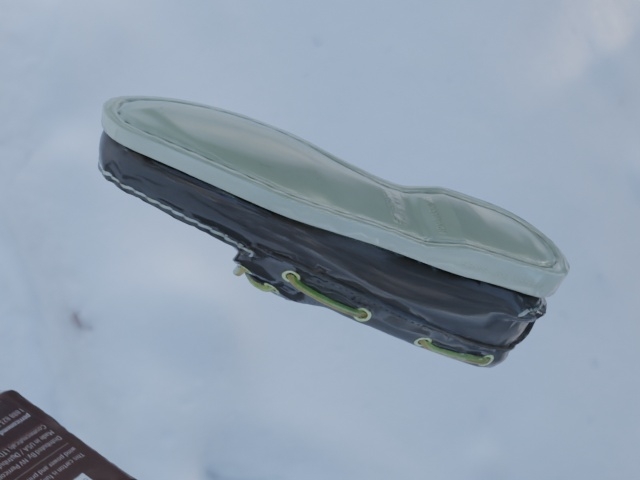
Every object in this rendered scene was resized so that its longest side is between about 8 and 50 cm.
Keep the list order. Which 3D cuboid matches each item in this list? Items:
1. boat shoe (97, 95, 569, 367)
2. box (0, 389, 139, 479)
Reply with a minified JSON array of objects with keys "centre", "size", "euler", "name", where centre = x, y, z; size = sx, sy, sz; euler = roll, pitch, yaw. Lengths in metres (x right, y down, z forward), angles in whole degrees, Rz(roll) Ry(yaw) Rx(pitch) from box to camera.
[{"centre":[0.000,0.000,0.641],"size":[0.228,0.068,0.081],"euler":[19,26,-14],"name":"boat shoe"},{"centre":[-0.214,0.240,0.885],"size":[0.167,0.203,0.168],"euler":[33,26,12],"name":"box"}]
